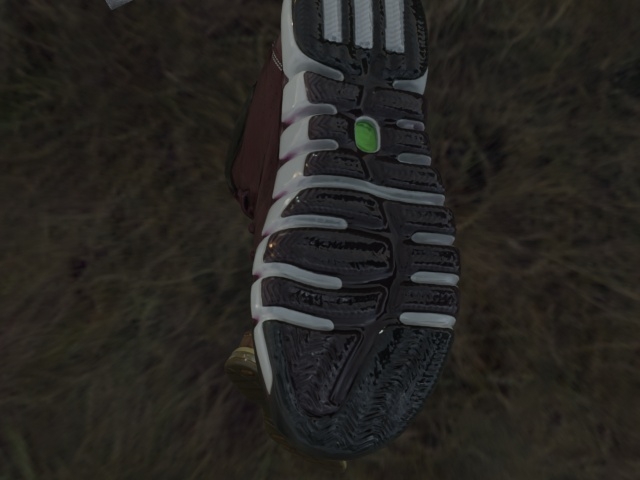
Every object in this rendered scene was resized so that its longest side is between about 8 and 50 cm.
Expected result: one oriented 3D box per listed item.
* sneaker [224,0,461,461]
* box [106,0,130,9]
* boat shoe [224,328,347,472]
[{"bbox_3d":[0.000,0.000,0.836,0.106,0.162,0.281,12,63,-16],"label":"sneaker"},{"bbox_3d":[-0.163,-0.332,1.412,0.056,0.231,0.183,-47,113,-40],"label":"box"},{"bbox_3d":[-0.012,0.119,1.168,0.064,0.178,0.060,12,60,32],"label":"boat shoe"}]
